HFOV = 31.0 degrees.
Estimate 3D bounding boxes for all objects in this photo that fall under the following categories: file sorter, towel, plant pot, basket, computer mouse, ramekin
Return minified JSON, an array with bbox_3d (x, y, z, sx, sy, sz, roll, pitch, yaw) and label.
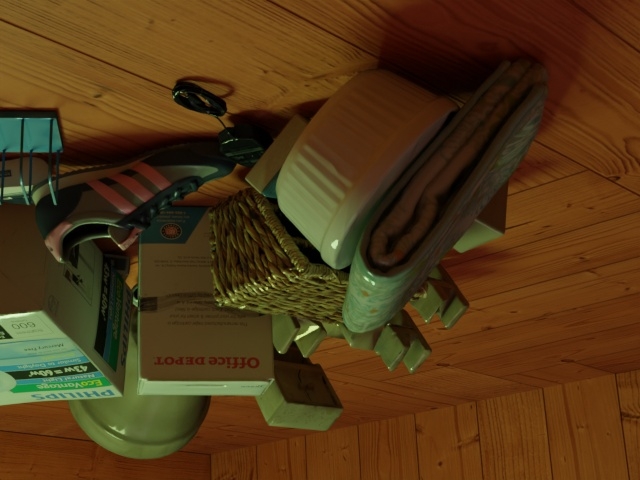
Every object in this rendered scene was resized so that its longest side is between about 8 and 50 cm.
[{"bbox_3d":[-0.455,-0.112,1.629,0.170,0.104,0.118,-1,161,-8],"label":"file sorter"},{"bbox_3d":[0.169,-0.048,1.591,0.090,0.374,0.320,38,165,12],"label":"towel"},{"bbox_3d":[-0.358,0.269,2.496,0.323,0.323,0.280,7,143,-25],"label":"plant pot"},{"bbox_3d":[0.233,-0.058,1.894,0.096,0.109,0.109,24,150,-29],"label":"plant pot"},{"bbox_3d":[0.000,0.000,1.846,0.299,0.213,0.223,13,156,-41],"label":"basket"},{"bbox_3d":[-0.131,-0.168,1.632,0.071,0.041,0.242,-6,155,24],"label":"computer mouse"},{"bbox_3d":[0.055,-0.103,1.522,0.127,0.273,0.273,38,165,12],"label":"ramekin"}]

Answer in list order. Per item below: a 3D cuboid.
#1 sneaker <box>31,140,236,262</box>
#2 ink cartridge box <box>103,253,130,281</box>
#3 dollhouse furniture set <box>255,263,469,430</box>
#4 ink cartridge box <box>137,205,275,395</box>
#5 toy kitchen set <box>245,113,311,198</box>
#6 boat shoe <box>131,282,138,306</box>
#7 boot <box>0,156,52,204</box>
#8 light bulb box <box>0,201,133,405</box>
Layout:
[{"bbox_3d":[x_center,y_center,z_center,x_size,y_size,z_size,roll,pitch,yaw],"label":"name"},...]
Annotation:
[{"bbox_3d":[-0.268,-0.055,1.736,0.319,0.131,0.112,-16,163,4],"label":"sneaker"},{"bbox_3d":[-0.487,0.070,2.232,0.208,0.045,0.206,6,158,-17],"label":"ink cartridge box"},{"bbox_3d":[0.012,0.146,2.290,0.362,0.256,0.394,13,123,-40],"label":"dollhouse furniture set"},{"bbox_3d":[-0.201,0.106,1.979,0.223,0.307,0.129,2,160,-11],"label":"ink cartridge box"},{"bbox_3d":[0.021,-0.078,1.702,0.122,0.166,0.207,-51,163,13],"label":"toy kitchen set"},{"bbox_3d":[-0.271,0.116,2.328,0.227,0.079,0.081,2,176,-3],"label":"boat shoe"},{"bbox_3d":[-0.505,-0.082,1.758,0.190,0.069,0.086,-1,158,-11],"label":"boot"},{"bbox_3d":[-0.559,0.122,2.019,0.358,0.225,0.361,-7,149,12],"label":"light bulb box"}]
